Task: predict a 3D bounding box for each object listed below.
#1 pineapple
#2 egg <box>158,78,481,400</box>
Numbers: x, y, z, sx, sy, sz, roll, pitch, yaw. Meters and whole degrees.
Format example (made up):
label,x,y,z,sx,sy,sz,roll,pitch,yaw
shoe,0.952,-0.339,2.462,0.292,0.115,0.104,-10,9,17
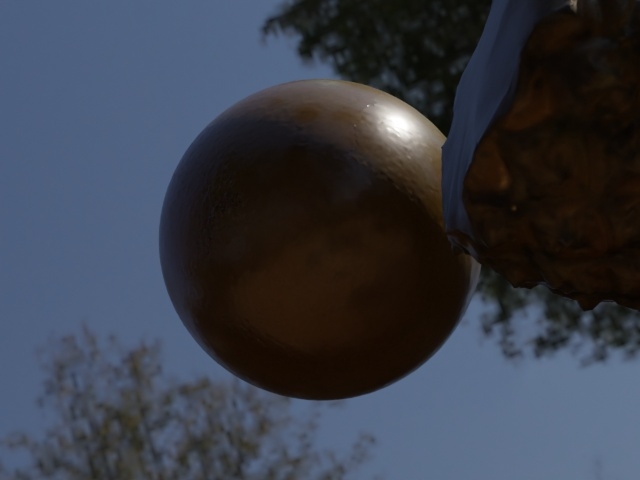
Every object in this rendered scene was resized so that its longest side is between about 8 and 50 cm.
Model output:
label,x,y,z,sx,sy,sz,roll,pitch,yaw
pineapple,0.168,-0.013,0.589,0.248,0.128,0.128,20,-37,-4
egg,0.000,0.000,1.463,0.283,0.282,0.351,-20,2,1
